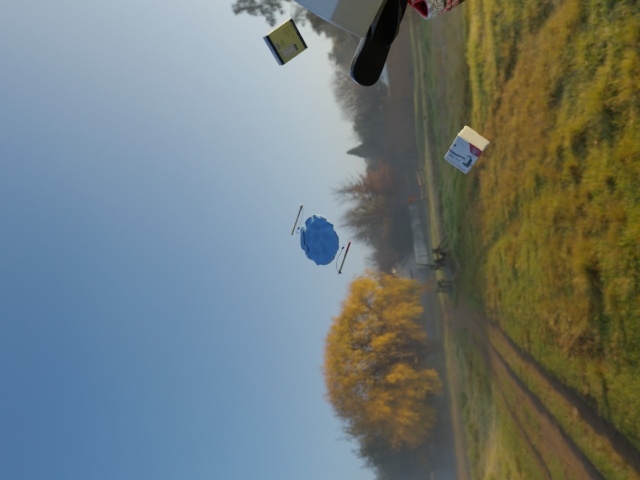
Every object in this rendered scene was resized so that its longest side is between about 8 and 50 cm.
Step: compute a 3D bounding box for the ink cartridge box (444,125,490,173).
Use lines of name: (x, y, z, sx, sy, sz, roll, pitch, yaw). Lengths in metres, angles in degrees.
ink cartridge box: (0.491, -0.302, 1.366, 0.056, 0.099, 0.135, -47, -13, -19)

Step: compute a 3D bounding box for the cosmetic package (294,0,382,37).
cosmetic package: (0.061, -0.593, 0.696, 0.156, 0.217, 0.385, -24, -29, -55)

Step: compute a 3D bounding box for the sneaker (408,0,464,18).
sneaker: (0.293, -0.770, 1.147, 0.270, 0.144, 0.090, 60, 179, -7)

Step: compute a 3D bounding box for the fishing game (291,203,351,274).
fishing game: (0.000, 0.000, 1.449, 0.041, 0.264, 0.189, -17, -48, -46)

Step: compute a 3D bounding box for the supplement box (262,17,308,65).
supplement box: (-0.093, -0.522, 1.070, 0.083, 0.083, 0.056, 55, 180, -28)

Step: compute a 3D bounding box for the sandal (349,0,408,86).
sandal: (0.137, -0.464, 0.877, 0.054, 0.097, 0.255, -125, 41, -54)
